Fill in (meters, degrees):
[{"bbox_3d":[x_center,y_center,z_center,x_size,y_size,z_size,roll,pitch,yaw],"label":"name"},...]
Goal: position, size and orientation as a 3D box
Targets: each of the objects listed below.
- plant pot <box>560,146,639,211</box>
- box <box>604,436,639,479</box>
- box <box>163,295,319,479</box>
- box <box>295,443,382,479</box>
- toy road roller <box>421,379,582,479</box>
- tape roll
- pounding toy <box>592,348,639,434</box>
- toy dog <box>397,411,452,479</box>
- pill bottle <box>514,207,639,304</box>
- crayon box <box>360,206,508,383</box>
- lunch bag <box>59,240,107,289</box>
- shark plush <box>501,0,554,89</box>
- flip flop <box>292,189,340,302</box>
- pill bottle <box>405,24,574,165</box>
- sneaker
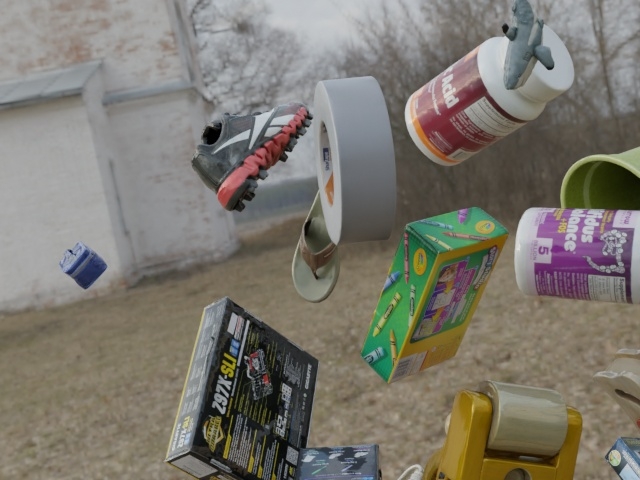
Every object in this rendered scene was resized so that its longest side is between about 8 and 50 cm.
[{"bbox_3d":[0.674,-0.090,1.737,0.254,0.276,0.276,-28,11,-24],"label":"plant pot"},{"bbox_3d":[0.539,0.356,1.229,0.233,0.044,0.159,11,28,-28],"label":"box"},{"bbox_3d":[-0.130,0.301,1.579,0.079,0.257,0.322,-30,37,36],"label":"box"},{"bbox_3d":[0.032,0.468,1.403,0.143,0.165,0.270,-5,16,4],"label":"box"},{"bbox_3d":[0.289,0.394,1.510,0.202,0.330,0.240,10,4,-16],"label":"toy road roller"},{"bbox_3d":[0.042,-0.105,1.152,0.072,0.219,0.219,-6,3,-7],"label":"tape roll"},{"bbox_3d":[0.615,0.283,1.485,0.155,0.269,0.154,-39,-14,-22],"label":"pounding toy"},{"bbox_3d":[0.333,0.506,1.936,0.334,0.161,0.220,-47,6,-17],"label":"toy dog"},{"bbox_3d":[0.514,0.027,1.555,0.301,0.169,0.169,3,10,26],"label":"pill bottle"},{"bbox_3d":[0.182,0.090,1.416,0.165,0.278,0.081,-14,44,-38],"label":"crayon box"},{"bbox_3d":[-0.459,0.043,1.662,0.067,0.065,0.098,-48,27,-9],"label":"lunch bag"},{"bbox_3d":[0.284,-0.295,1.218,0.067,0.161,0.073,-15,27,-28],"label":"shark plush"},{"bbox_3d":[0.000,0.000,1.892,0.112,0.277,0.080,19,9,17],"label":"flip flop"},{"bbox_3d":[0.414,-0.362,2.155,0.224,0.224,0.392,-15,-11,-42],"label":"pill bottle"},{"bbox_3d":[-0.114,-0.166,1.409,0.276,0.135,0.097,-52,0,-43],"label":"sneaker"}]
